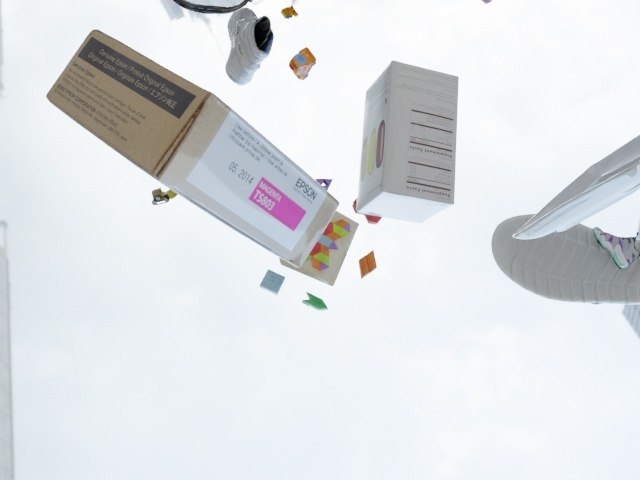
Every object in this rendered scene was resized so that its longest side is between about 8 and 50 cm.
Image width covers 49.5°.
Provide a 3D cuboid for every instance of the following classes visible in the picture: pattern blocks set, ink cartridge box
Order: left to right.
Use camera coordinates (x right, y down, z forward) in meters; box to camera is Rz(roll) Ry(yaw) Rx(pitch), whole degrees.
[{"bbox_3d":[-0.117,-0.084,0.682,0.193,0.234,0.088,32,-93,35],"label":"ink cartridge box"},{"bbox_3d":[0.000,0.000,1.611,0.285,0.026,0.325,16,-113,-2],"label":"pattern blocks set"}]

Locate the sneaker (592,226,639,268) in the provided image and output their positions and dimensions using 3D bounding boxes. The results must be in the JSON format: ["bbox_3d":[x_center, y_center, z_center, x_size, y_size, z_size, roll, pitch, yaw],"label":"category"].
[{"bbox_3d":[0.578,-0.001,1.336,0.069,0.038,0.098,-36,-113,12],"label":"sneaker"}]

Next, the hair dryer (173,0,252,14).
[{"bbox_3d":[-0.059,-0.359,0.639,0.293,0.224,0.080,-36,-143,-25],"label":"hair dryer"}]

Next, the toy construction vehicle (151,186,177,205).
[{"bbox_3d":[-0.228,-0.096,1.164,0.098,0.035,0.086,-10,-160,17],"label":"toy construction vehicle"}]

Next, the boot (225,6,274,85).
[{"bbox_3d":[-0.153,-0.485,1.626,0.123,0.095,0.258,-36,-137,38],"label":"boot"}]

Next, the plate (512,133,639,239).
[{"bbox_3d":[0.471,-0.106,1.096,0.277,0.278,0.045,-34,-95,-32],"label":"plate"}]

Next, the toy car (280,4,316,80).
[{"bbox_3d":[-0.052,-0.340,1.208,0.040,0.122,0.060,-25,-179,-40],"label":"toy car"}]

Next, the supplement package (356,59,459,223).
[{"bbox_3d":[0.155,-0.171,1.242,0.133,0.139,0.244,9,-106,-15],"label":"supplement package"}]

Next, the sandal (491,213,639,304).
[{"bbox_3d":[0.556,0.056,1.417,0.416,0.102,0.169,13,-92,19],"label":"sandal"}]

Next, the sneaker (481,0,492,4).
[{"bbox_3d":[0.366,-0.689,1.842,0.225,0.093,0.088,27,-117,13],"label":"sneaker"}]
